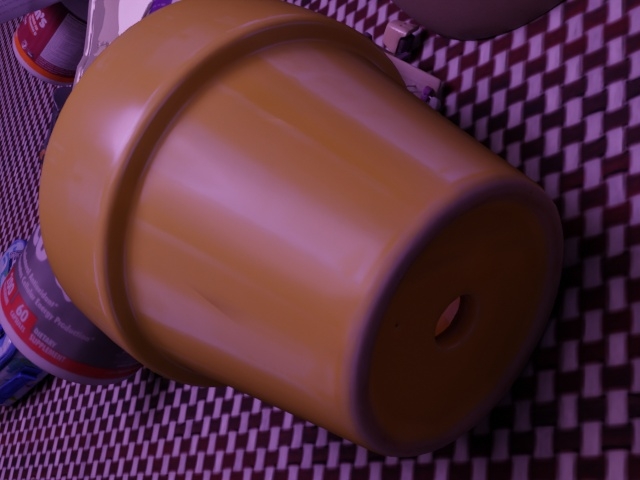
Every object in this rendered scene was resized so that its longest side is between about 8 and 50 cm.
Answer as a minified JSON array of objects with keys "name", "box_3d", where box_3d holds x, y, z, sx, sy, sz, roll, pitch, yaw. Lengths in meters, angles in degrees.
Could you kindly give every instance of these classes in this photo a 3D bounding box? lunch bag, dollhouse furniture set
[{"name":"lunch bag","box_3d":[-0.402,0.115,1.183,0.219,0.090,0.176,-35,48,42]},{"name":"dollhouse furniture set","box_3d":[0.057,-0.099,0.711,0.081,0.091,0.114,33,130,17]}]

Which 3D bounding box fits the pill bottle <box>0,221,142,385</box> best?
[{"name":"pill bottle","box_3d":[-0.173,-0.012,0.853,0.283,0.161,0.161,-53,36,23]}]

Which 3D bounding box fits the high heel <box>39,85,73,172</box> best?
[{"name":"high heel","box_3d":[-0.327,-0.048,1.204,0.186,0.093,0.261,121,140,-57]}]

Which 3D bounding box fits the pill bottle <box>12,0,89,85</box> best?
[{"name":"pill bottle","box_3d":[-0.361,-0.343,1.352,0.221,0.121,0.121,-40,42,37]}]

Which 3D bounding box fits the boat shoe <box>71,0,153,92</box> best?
[{"name":"boat shoe","box_3d":[-0.198,-0.256,1.079,0.127,0.113,0.340,12,89,25]}]

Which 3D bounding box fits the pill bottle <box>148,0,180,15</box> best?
[{"name":"pill bottle","box_3d":[-0.120,-0.259,0.967,0.108,0.108,0.193,2,73,56]}]

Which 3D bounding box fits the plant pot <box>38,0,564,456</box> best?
[{"name":"plant pot","box_3d":[0.000,0.000,0.544,0.239,0.254,0.254,31,99,41]}]

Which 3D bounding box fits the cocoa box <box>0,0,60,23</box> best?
[{"name":"cocoa box","box_3d":[-0.323,-0.477,1.149,0.347,0.231,0.228,-17,50,12]}]

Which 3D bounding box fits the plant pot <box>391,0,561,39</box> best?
[{"name":"plant pot","box_3d":[0.086,-0.309,0.621,0.284,0.191,0.284,-31,48,43]}]

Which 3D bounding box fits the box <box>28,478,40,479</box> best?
[{"name":"box","box_3d":[-0.180,0.306,0.705,0.201,0.021,0.164,22,93,19]}]
